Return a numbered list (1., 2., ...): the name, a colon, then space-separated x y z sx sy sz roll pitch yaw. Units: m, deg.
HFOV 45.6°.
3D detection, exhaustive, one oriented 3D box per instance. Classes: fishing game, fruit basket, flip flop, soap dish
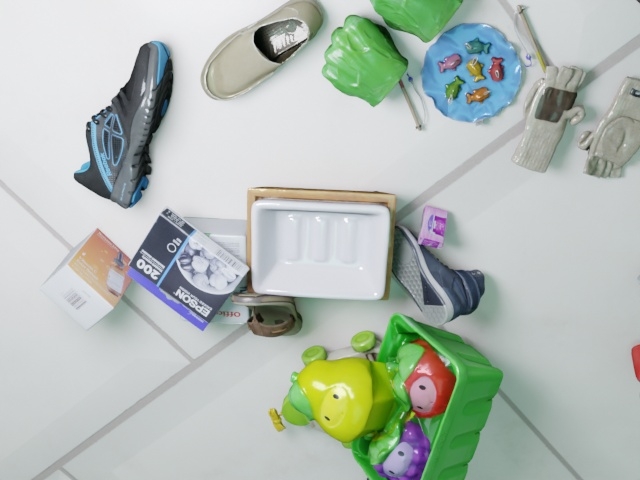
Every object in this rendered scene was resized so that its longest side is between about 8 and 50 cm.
1. fishing game: 0.278 -0.303 1.408 0.264 0.041 0.189 -20 110 13
2. fruit basket: 0.135 0.344 1.555 0.392 0.283 0.392 -12 118 -23
3. flip flop: -0.104 0.165 1.561 0.112 0.080 0.277 4 159 12
4. soap dish: 0.000 0.000 1.529 0.291 0.118 0.229 3 114 3

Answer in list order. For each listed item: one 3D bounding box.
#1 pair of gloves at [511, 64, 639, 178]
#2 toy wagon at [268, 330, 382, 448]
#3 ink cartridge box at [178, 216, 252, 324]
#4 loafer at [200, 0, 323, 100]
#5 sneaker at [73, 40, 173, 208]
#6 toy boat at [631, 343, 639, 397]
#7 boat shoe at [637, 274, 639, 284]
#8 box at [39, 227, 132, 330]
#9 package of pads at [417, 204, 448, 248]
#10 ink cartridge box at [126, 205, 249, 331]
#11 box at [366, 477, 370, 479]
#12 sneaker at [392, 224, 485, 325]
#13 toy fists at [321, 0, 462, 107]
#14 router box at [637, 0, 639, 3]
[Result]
1. pair of gloves: 0.490 -0.219 1.430 0.240 0.042 0.204 8 113 -7
2. toy wagon: 0.048 0.349 1.729 0.344 0.068 0.267 -18 113 13
3. ink cartridge box: -0.220 0.064 1.596 0.153 0.087 0.208 3 116 3
4. loafer: -0.115 -0.345 1.385 0.268 0.092 0.102 -35 109 19
5. sneaker: -0.378 -0.224 1.448 0.140 0.125 0.340 22 114 -1
6. toy boat: 0.805 0.249 1.557 0.318 0.148 0.267 -23 139 25
7. boat shoe: 0.792 0.083 1.518 0.303 0.114 0.091 -10 109 10
8. box: -0.472 0.077 1.575 0.091 0.170 0.130 -37 108 22
9. package of pads: 0.226 -0.027 1.524 0.050 0.083 0.032 14 149 -1
10. ink cartridge box: -0.277 0.070 1.528 0.206 0.045 0.208 37 122 -1
11. box: 0.202 0.625 1.760 0.183 0.232 0.059 -21 119 14
12. sneaker: 0.241 0.061 1.568 0.086 0.163 0.226 -47 65 44
13. toy fists: 0.116 -0.380 1.352 0.142 0.096 0.279 34 111 -19
14. router box: 0.631 -0.524 1.249 0.243 0.081 0.309 36 113 -13
